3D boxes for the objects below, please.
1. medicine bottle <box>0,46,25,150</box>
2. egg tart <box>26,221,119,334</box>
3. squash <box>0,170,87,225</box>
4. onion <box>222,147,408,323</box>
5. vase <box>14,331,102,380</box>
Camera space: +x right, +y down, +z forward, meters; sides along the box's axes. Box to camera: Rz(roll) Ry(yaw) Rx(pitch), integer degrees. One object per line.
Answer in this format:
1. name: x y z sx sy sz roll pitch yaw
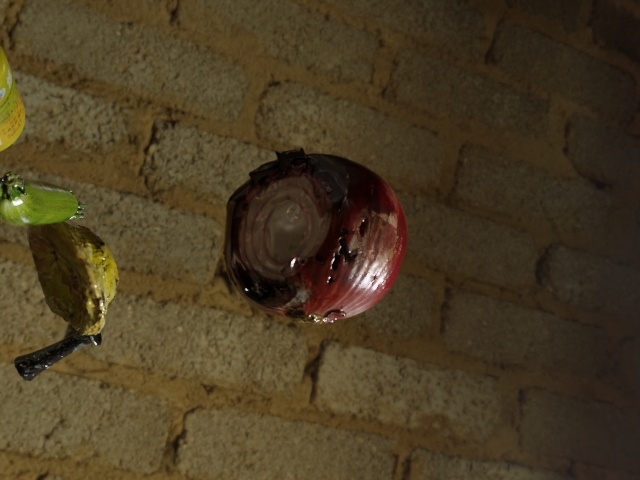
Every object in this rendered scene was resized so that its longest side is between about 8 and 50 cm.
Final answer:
1. medicine bottle: -0.806 -0.366 1.361 0.224 0.224 0.384 14 157 -8
2. egg tart: -0.433 0.053 1.100 0.106 0.241 0.241 -29 -161 -39
3. squash: -0.424 -0.058 0.906 0.071 0.080 0.318 54 174 -3
4. onion: 0.003 0.006 1.137 0.341 0.341 0.341 12 168 3
5. vase: -0.540 0.228 1.277 0.167 0.059 0.059 -28 167 -3
